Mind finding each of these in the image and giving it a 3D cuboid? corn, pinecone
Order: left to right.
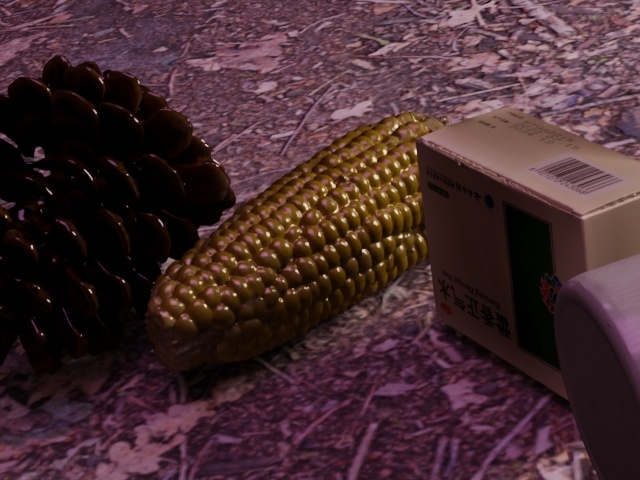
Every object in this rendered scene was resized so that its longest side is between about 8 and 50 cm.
[{"bbox_3d":[-0.222,-0.016,1.401,0.246,0.246,0.292,3,39,30],"label":"pinecone"},{"bbox_3d":[0.000,0.000,1.384,0.347,0.130,0.130,-34,33,-26],"label":"corn"}]

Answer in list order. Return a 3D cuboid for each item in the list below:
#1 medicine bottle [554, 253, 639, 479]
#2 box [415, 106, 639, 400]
[{"bbox_3d":[0.334,0.057,1.018,0.340,0.208,0.208,-17,27,-6],"label":"medicine bottle"},{"bbox_3d":[0.171,0.012,1.227,0.095,0.168,0.212,-22,28,-23],"label":"box"}]
